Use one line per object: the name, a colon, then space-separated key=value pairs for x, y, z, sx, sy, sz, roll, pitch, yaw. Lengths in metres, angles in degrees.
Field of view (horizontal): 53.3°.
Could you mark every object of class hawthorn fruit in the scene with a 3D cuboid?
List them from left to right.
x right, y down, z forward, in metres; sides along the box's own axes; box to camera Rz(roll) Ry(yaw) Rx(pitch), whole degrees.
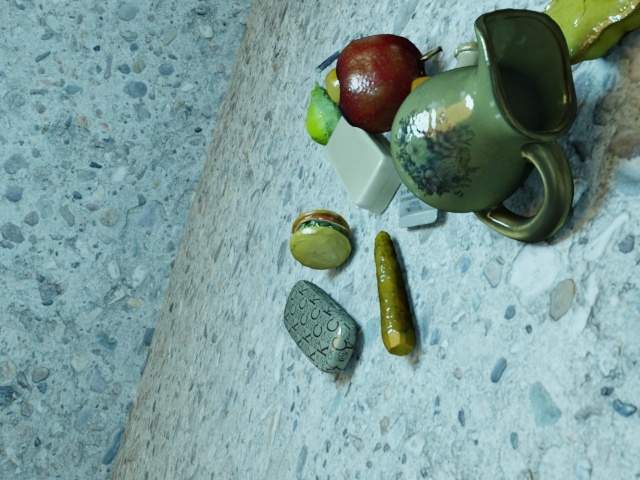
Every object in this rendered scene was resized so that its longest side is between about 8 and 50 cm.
hawthorn fruit: x=0.157 y=-0.373 z=1.459 sx=0.266 sy=0.210 sz=0.230 roll=-25 pitch=44 yaw=40

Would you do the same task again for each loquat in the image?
loquat: x=0.079 y=-0.440 z=1.780 sx=0.137 sy=0.113 sz=0.137 roll=-29 pitch=27 yaw=17

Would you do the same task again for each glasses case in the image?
glasses case: x=-0.009 y=0.199 z=1.534 sx=0.137 sy=0.085 sz=0.355 roll=-67 pitch=25 yaw=7
glasses case: x=0.105 y=-0.203 z=1.590 sx=0.144 sy=0.076 sz=0.336 roll=-60 pitch=26 yaw=22

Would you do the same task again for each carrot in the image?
carrot: x=0.142 y=0.095 z=1.310 sx=0.066 sy=0.066 sz=0.314 roll=-51 pitch=31 yaw=38

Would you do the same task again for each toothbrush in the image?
toothbrush: x=0.053 y=-0.599 z=2.046 sx=0.288 sy=0.024 sz=0.026 roll=-17 pitch=57 yaw=62

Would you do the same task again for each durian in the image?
durian: x=0.015 y=-0.356 z=1.844 sx=0.250 sy=0.101 sz=0.139 roll=-105 pitch=24 yaw=-51

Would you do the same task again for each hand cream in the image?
hand cream: x=0.217 y=-0.182 z=1.328 sx=0.140 sy=0.089 sz=0.314 roll=-6 pitch=72 yaw=65

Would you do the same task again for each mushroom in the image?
mushroom: x=0.268 y=-0.270 z=1.254 sx=0.246 sy=0.108 sz=0.096 roll=-62 pitch=19 yaw=-11

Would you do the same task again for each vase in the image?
vase: x=0.282 y=-0.149 z=1.014 sx=0.329 sy=0.241 sz=0.302 roll=63 pitch=150 yaw=10

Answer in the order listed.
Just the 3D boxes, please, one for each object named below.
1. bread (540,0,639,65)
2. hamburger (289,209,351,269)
bread: x=0.450 y=-0.372 z=0.968 sx=0.233 sy=0.088 sz=0.160 roll=-46 pitch=39 yaw=39
hamburger: x=0.000 y=0.000 z=1.580 sx=0.162 sy=0.162 sz=0.115 roll=-48 pitch=27 yaw=42
